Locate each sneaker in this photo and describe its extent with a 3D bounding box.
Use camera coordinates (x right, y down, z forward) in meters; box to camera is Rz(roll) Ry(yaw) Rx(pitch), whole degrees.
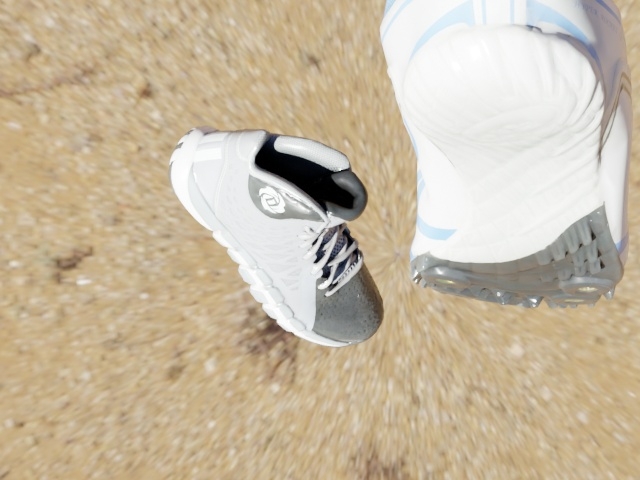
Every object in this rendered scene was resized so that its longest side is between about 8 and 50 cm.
[{"bbox_3d":[0.069,-0.039,0.619,0.085,0.237,0.086,5,66,9],"label":"sneaker"},{"bbox_3d":[0.000,0.000,1.293,0.229,0.132,0.086,44,57,-30],"label":"sneaker"}]
